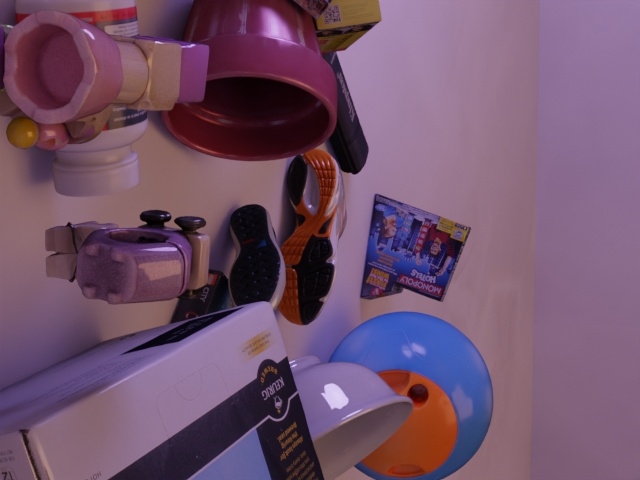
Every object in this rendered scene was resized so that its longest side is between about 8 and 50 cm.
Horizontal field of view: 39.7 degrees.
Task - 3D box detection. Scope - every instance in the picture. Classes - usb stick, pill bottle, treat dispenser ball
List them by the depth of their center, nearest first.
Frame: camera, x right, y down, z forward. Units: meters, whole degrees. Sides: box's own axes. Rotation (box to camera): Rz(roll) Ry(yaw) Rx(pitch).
[{"bbox_3d":[-0.217,-0.137,0.827,0.108,0.107,0.180,-36,127,-58],"label":"pill bottle"},{"bbox_3d":[0.024,-0.218,1.406,0.077,0.045,0.278,-66,150,-32],"label":"usb stick"},{"bbox_3d":[0.144,0.264,1.490,0.288,0.288,0.288,6,90,-65],"label":"treat dispenser ball"}]

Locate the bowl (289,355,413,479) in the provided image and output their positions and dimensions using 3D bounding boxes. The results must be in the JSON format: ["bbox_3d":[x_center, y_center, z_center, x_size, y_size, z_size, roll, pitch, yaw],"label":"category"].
[{"bbox_3d":[-0.028,0.255,1.233,0.297,0.134,0.298,-29,156,-14],"label":"bowl"}]

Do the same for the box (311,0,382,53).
[{"bbox_3d":[0.011,-0.290,1.171,0.232,0.087,0.058,-161,-119,-79],"label":"box"}]

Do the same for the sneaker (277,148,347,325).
[{"bbox_3d":[0.000,0.000,1.353,0.121,0.099,0.263,19,80,-69],"label":"sneaker"}]

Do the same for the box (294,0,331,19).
[{"bbox_3d":[-0.038,-0.318,0.998,0.137,0.027,0.094,38,38,-10],"label":"box"}]

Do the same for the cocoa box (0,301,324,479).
[{"bbox_3d":[-0.180,0.223,0.782,0.347,0.231,0.228,-25,98,-63],"label":"cocoa box"}]

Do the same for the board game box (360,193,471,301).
[{"bbox_3d":[0.161,0.036,1.643,0.060,0.194,0.194,15,96,-64],"label":"board game box"}]

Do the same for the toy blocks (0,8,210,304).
[{"bbox_3d":[-0.243,-0.104,0.577,0.260,0.288,0.309,-24,121,-66],"label":"toy blocks"}]

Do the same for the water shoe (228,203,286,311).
[{"bbox_3d":[-0.075,0.039,1.144,0.203,0.072,0.080,-96,171,-47],"label":"water shoe"}]

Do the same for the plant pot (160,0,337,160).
[{"bbox_3d":[-0.082,-0.215,1.030,0.201,0.201,0.180,43,42,-60],"label":"plant pot"}]

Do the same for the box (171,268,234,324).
[{"bbox_3d":[-0.150,0.173,1.124,0.159,0.044,0.233,58,45,-54],"label":"box"}]
